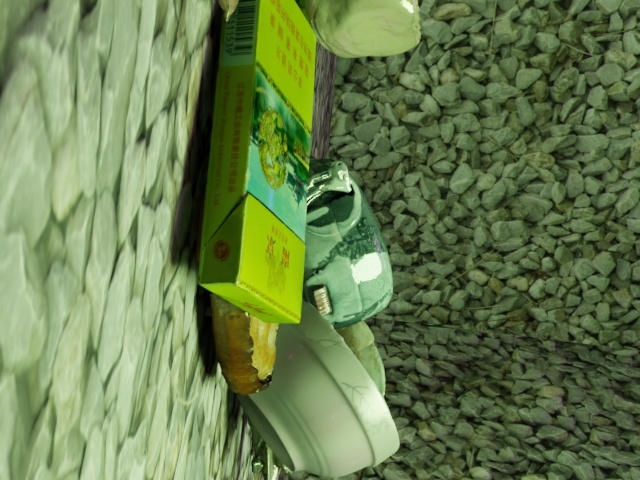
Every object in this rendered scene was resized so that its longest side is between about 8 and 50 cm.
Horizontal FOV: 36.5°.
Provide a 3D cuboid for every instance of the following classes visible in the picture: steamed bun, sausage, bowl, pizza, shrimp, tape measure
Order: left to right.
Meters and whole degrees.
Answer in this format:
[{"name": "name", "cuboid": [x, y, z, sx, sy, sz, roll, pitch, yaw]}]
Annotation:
[{"name": "sausage", "cuboid": [-0.105, -0.015, 0.965, 0.034, 0.034, 0.083, -69, 166, -80]}, {"name": "pizza", "cuboid": [-0.086, 0.041, 1.131, 0.251, 0.074, 0.287, 65, 29, -84]}, {"name": "bowl", "cuboid": [-0.027, 0.232, 1.423, 0.287, 0.144, 0.287, 49, -19, 24]}, {"name": "shrimp", "cuboid": [-0.018, 0.273, 1.617, 0.085, 0.247, 0.360, 30, 75, -60]}, {"name": "tape measure", "cuboid": [0.000, 0.000, 1.471, 0.256, 0.147, 0.275, -138, -151, -71]}, {"name": "steamed bun", "cuboid": [0.050, -0.424, 1.529, 0.320, 0.206, 0.275, -76, 157, -68]}]

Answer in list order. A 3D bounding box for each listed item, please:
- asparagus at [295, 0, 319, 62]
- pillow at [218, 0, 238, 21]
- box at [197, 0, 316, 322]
[{"name": "asparagus", "cuboid": [-0.040, -0.270, 1.312, 0.080, 0.080, 0.287, 89, 9, -72]}, {"name": "pillow", "cuboid": [-0.080, -0.294, 0.817, 0.211, 0.034, 0.135, 88, 11, -63]}, {"name": "box", "cuboid": [-0.057, -0.096, 0.981, 0.187, 0.047, 0.334, 45, 46, -68]}]
